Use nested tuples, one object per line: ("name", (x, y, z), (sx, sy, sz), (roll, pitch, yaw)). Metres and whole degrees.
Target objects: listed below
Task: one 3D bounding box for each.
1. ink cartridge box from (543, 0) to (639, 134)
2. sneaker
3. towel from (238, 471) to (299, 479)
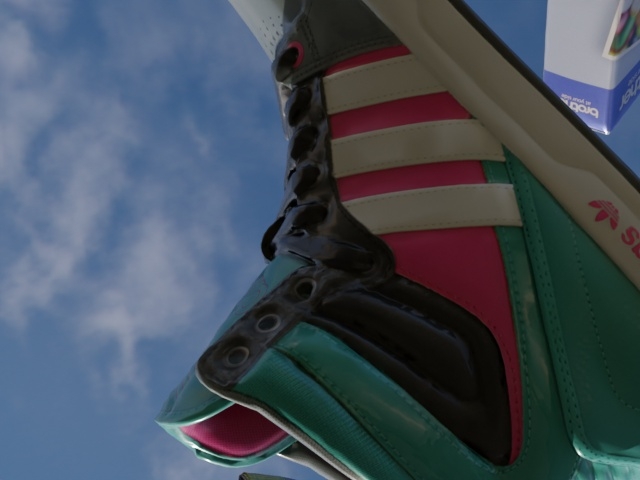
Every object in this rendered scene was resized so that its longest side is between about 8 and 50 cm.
("ink cartridge box", (0.217, -0.210, 0.894), (0.065, 0.186, 0.311), (23, -40, 24))
("sneaker", (0.000, 0.000, 0.499), (0.178, 0.124, 0.295), (-39, -115, -5))
("towel", (-0.013, 0.170, 0.812), (0.009, 0.083, 0.060), (-48, -130, 22))
